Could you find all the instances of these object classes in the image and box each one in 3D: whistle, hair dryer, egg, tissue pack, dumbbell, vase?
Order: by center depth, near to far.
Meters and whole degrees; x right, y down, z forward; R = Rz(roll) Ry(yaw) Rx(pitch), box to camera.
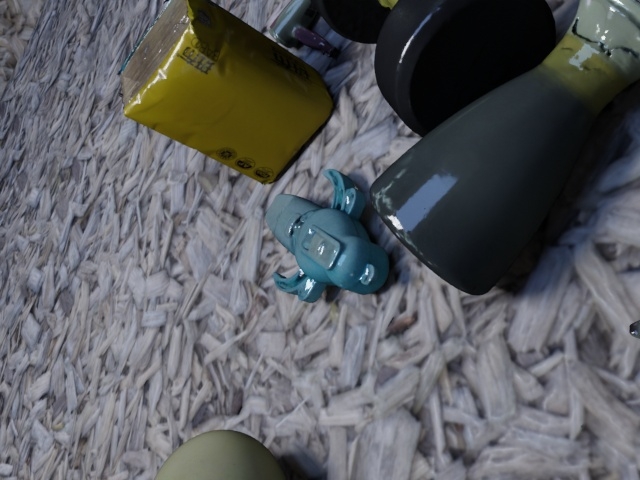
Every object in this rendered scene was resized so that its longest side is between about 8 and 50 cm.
[{"bbox_3d":[0.215,-0.108,0.842,0.321,0.173,0.173,-47,43,16],"label":"vase"},{"bbox_3d":[0.122,-0.285,0.988,0.204,0.203,0.322,-50,42,22],"label":"dumbbell"},{"bbox_3d":[-0.127,0.358,1.000,0.186,0.185,0.242,-4,82,49],"label":"egg"},{"bbox_3d":[0.000,0.000,1.095,0.274,0.093,0.186,37,102,54],"label":"whistle"},{"bbox_3d":[-0.142,-0.224,1.219,0.192,0.270,0.134,-45,39,27],"label":"tissue pack"},{"bbox_3d":[-0.012,-0.338,1.305,0.106,0.054,0.154,-48,53,17],"label":"hair dryer"}]

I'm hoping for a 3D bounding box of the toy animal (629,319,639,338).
[{"bbox_3d":[0.336,0.033,0.686,0.170,0.089,0.255,-48,46,19],"label":"toy animal"}]
